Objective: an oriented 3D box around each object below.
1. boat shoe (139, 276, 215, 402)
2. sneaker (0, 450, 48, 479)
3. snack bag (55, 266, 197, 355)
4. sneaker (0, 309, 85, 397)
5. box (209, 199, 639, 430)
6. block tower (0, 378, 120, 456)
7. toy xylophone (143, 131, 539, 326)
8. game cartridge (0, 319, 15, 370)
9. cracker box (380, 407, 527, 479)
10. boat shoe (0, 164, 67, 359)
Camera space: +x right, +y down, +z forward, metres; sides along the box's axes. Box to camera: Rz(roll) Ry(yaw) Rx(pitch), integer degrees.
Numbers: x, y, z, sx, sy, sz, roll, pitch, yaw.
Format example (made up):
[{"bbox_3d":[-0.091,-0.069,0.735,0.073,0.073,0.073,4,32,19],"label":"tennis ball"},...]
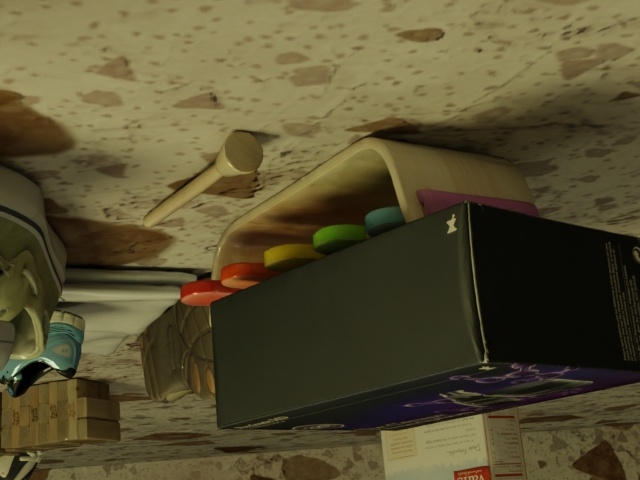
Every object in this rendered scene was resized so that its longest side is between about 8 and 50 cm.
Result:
[{"bbox_3d":[-0.090,0.102,1.109,0.116,0.123,0.324,-1,173,-26],"label":"boat shoe"},{"bbox_3d":[-0.462,0.343,1.747,0.235,0.153,0.094,-4,165,-5],"label":"sneaker"},{"bbox_3d":[-0.328,0.082,1.091,0.323,0.037,0.342,2,163,-25],"label":"snack bag"},{"bbox_3d":[-0.297,0.109,0.994,0.162,0.073,0.063,-9,164,10],"label":"sneaker"},{"bbox_3d":[0.072,0.066,0.744,0.184,0.103,0.261,12,157,-38],"label":"box"},{"bbox_3d":[-0.467,0.276,1.626,0.336,0.090,0.097,-10,162,21],"label":"block tower"},{"bbox_3d":[0.000,0.000,0.818,0.236,0.081,0.323,3,162,-23],"label":"toy xylophone"},{"bbox_3d":[-0.358,0.051,0.689,0.294,0.060,0.196,-2,166,43],"label":"game cartridge"},{"bbox_3d":[0.138,0.175,1.193,0.067,0.232,0.156,9,159,-40],"label":"cracker box"},{"bbox_3d":[-0.244,0.020,0.789,0.109,0.094,0.302,-5,164,2],"label":"boat shoe"}]
